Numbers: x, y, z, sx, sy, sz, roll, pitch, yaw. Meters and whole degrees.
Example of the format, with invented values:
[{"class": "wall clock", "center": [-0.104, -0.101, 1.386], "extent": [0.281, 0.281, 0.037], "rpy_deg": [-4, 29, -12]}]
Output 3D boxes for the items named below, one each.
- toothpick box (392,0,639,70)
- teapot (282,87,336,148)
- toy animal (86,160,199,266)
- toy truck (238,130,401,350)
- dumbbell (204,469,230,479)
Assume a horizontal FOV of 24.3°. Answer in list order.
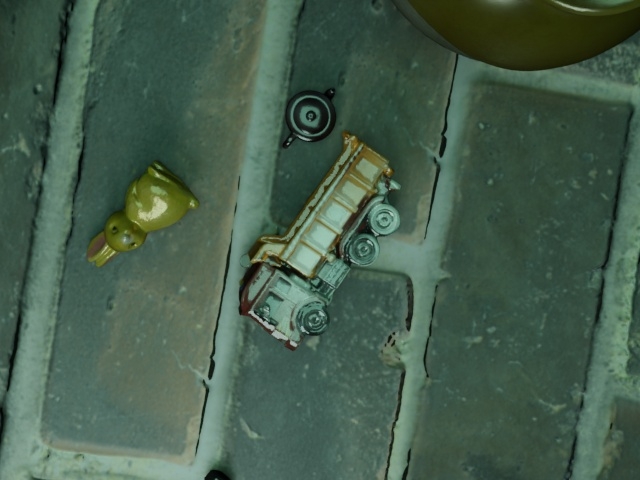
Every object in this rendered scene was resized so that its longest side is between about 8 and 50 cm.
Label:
[{"class": "toothpick box", "center": [0.250, -0.402, 1.703], "extent": [0.408, 0.425, 0.409], "rpy_deg": [0, 96, -1]}, {"class": "teapot", "center": [-0.015, -0.157, 1.907], "extent": [0.068, 0.045, 0.100], "rpy_deg": [40, 92, -3]}, {"class": "toy animal", "center": [-0.237, -0.020, 1.905], "extent": [0.083, 0.070, 0.159], "rpy_deg": [43, 97, -6]}, {"class": "toy truck", "center": [0.000, 0.000, 1.887], "extent": [0.135, 0.114, 0.270], "rpy_deg": [34, 93, -8]}, {"class": "dumbbell", "center": [-0.152, 0.342, 1.951], "extent": [0.036, 0.040, 0.083], "rpy_deg": [36, 94, -35]}]
